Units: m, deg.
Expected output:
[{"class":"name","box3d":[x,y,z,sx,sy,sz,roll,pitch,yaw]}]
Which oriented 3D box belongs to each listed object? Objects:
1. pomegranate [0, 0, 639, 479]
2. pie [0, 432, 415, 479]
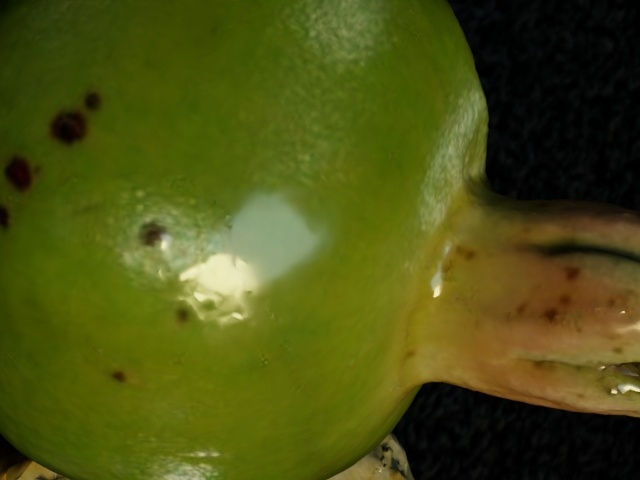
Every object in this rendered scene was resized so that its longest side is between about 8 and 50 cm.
[{"class":"pomegranate","box3d":[0.000,0.000,0.692,0.236,0.302,0.236,-59,163,-29]},{"class":"pie","box3d":[-0.052,0.191,0.832,0.308,0.085,0.308,-9,107,-31]}]
